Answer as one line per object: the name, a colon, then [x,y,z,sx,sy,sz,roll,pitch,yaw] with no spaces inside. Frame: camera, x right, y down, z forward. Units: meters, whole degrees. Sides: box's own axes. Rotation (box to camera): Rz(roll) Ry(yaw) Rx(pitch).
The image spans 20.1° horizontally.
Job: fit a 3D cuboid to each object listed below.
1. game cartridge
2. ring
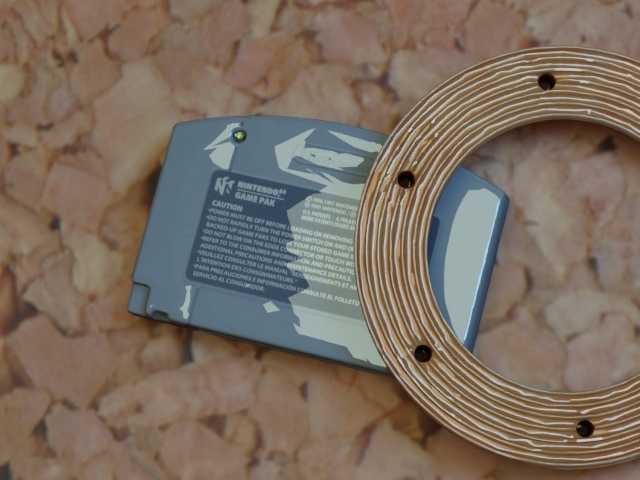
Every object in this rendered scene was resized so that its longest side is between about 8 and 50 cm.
game cartridge: [0.000,0.000,1.505,0.294,0.060,0.196,13,85,15]
ring: [0.193,0.012,1.433,0.336,0.032,0.337,0,81,-1]
